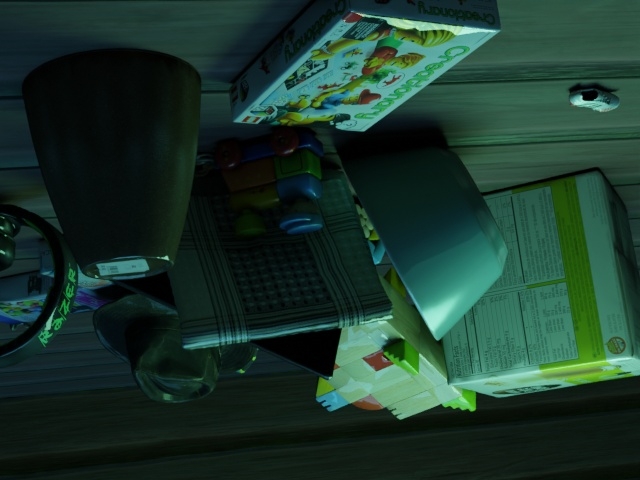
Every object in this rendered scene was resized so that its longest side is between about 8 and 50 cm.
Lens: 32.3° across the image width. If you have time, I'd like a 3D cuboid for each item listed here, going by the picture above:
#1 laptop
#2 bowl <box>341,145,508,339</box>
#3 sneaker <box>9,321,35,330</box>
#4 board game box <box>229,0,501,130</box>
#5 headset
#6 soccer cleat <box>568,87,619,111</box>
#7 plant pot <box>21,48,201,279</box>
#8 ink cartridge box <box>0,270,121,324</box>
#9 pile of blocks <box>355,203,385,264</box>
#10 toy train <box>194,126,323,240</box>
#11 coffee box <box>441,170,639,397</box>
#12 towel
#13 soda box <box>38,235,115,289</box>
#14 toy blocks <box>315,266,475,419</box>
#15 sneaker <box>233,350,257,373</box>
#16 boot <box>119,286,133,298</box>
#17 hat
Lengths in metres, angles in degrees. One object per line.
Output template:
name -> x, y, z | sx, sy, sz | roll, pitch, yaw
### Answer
laptop -> -0.178, 0.130, 1.798 | 0.382, 0.236, 0.408 | 24, -157, -4
bowl -> 0.174, -0.021, 1.686 | 0.163, 0.311, 0.311 | -28, 163, 5
sneaker -> -0.599, 0.166, 2.387 | 0.158, 0.065, 0.061 | -8, 165, 5
board game box -> 0.041, -0.210, 1.289 | 0.193, 0.053, 0.305 | 1, 163, -28
headset -> -0.559, 0.043, 1.657 | 0.394, 0.243, 0.185 | 13, 163, 22
soccer cleat -> 0.388, -0.199, 1.548 | 0.083, 0.029, 0.035 | 3, 167, -20
plant pot -> -0.239, -0.076, 1.316 | 0.215, 0.230, 0.215 | -6, 166, -2
ink cartridge box -> -0.574, 0.114, 2.222 | 0.311, 0.065, 0.186 | -9, 165, 14
pile of blocks -> 0.000, 0.000, 1.880 | 0.362, 0.149, 0.112 | 6, 160, -43
toy train -> -0.113, -0.064, 1.593 | 0.248, 0.143, 0.105 | -12, 164, 18
coffee box -> 0.416, 0.098, 2.075 | 0.334, 0.338, 0.337 | -13, 164, 21
towel -> -0.076, 0.009, 1.617 | 0.312, 0.324, 0.056 | -7, 136, -12
soda box -> -0.437, 0.042, 1.999 | 0.058, 0.063, 0.183 | -12, 165, 16
toy blocks -> 0.080, 0.222, 2.080 | 0.261, 0.191, 0.381 | -27, 126, 28
sneaker -> -0.149, 0.136, 2.390 | 0.145, 0.147, 0.385 | 25, 135, -18
boot -> -0.133, 0.152, 2.200 | 0.445, 0.146, 0.367 | -13, 128, 7
hat -> -0.292, 0.233, 2.125 | 0.331, 0.134, 0.331 | 4, 145, 3
